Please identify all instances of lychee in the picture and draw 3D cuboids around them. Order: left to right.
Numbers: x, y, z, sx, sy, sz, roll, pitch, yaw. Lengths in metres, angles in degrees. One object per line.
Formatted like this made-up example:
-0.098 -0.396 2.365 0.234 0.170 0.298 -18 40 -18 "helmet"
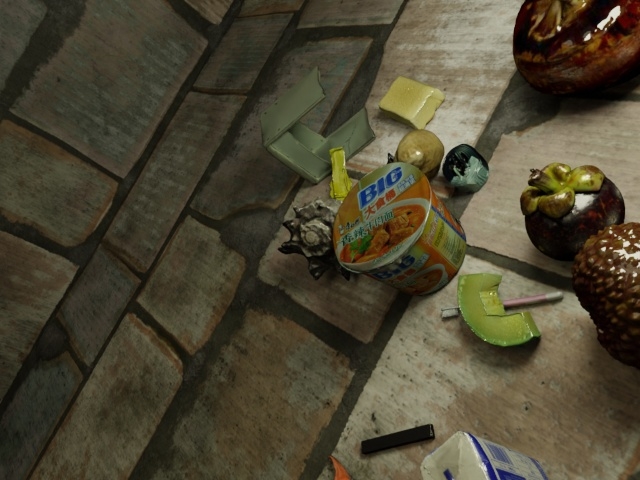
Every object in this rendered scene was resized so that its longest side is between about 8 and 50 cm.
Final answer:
0.568 0.081 1.017 0.271 0.271 0.271 -27 47 33 "lychee"

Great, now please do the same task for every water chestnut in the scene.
0.578 -0.491 1.343 0.350 0.302 0.350 -30 45 36 "water chestnut"

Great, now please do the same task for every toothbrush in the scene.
0.386 0.141 1.335 0.286 0.020 0.025 -16 62 41 "toothbrush"

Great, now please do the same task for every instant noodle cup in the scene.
0.202 -0.012 1.483 0.296 0.214 0.296 -27 47 33 "instant noodle cup"

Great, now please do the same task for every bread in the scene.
0.266 -0.405 1.811 0.125 0.068 0.188 -54 38 3 "bread"

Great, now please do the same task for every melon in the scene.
0.367 0.146 1.295 0.118 0.064 0.209 -46 49 30 "melon"

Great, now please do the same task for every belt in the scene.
0.364 -0.182 1.554 0.105 0.058 0.140 -46 40 19 "belt"

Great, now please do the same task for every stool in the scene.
-0.015 -0.356 1.936 0.270 0.243 0.170 -35 43 26 "stool"

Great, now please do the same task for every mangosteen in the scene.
0.485 -0.066 1.215 0.192 0.217 0.192 -34 37 30 "mangosteen"

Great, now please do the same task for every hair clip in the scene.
0.057 -0.195 1.876 0.072 0.046 0.173 -13 74 13 "hair clip"

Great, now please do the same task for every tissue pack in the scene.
0.298 0.451 1.010 0.137 0.270 0.209 -41 44 22 "tissue pack"

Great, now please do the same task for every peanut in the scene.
0.250 -0.213 1.569 0.137 0.122 0.253 -45 -6 3 "peanut"

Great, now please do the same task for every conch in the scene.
-0.002 -0.013 1.694 0.186 0.240 0.313 -55 23 -20 "conch"

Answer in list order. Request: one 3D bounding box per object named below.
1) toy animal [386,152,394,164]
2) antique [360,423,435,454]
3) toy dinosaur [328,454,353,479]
0.169 -0.169 1.741 0.105 0.070 0.202 -45 -4 -48 "toy animal"
0.169 0.441 1.362 0.192 0.015 0.031 -26 46 33 "antique"
0.058 0.578 1.351 0.101 0.055 0.279 -26 40 2 "toy dinosaur"
